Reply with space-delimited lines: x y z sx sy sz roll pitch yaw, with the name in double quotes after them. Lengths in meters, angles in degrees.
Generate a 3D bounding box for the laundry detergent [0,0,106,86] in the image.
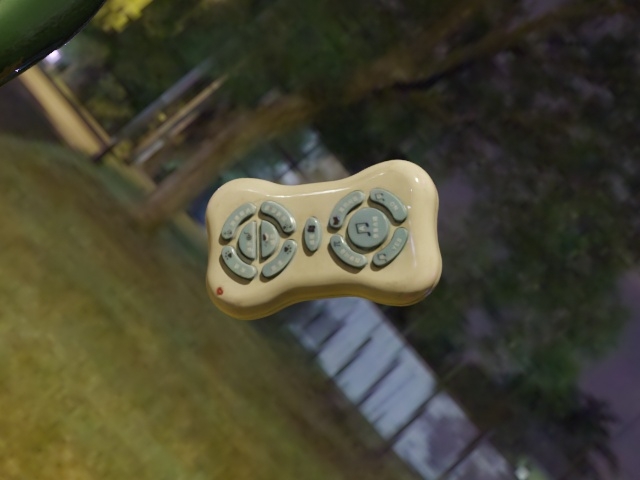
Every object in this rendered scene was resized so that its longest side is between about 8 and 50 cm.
-0.191 -0.116 0.774 0.137 0.211 0.063 34 -33 48 "laundry detergent"

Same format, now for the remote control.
0.000 0.000 0.766 0.032 0.122 0.074 35 50 -68 "remote control"
